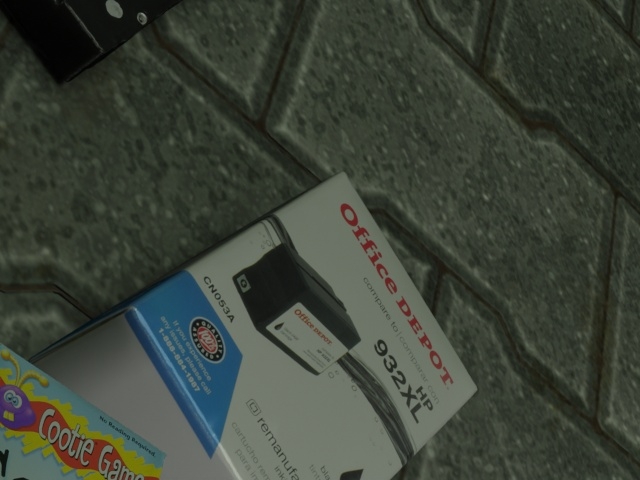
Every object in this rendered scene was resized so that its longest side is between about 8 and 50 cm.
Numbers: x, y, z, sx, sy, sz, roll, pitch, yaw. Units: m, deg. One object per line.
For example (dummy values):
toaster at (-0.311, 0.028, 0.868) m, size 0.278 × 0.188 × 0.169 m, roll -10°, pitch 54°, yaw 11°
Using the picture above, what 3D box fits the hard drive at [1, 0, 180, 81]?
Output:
hard drive at (-0.189, -0.304, 1.362) m, size 0.237 × 0.064 × 0.339 m, roll 53°, pitch 38°, yaw -10°

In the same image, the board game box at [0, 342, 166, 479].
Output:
board game box at (-0.215, 0.225, 0.917) m, size 0.144 × 0.142 × 0.275 m, roll 38°, pitch 42°, yaw -27°

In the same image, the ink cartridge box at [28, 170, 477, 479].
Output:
ink cartridge box at (-0.039, 0.107, 1.210) m, size 0.223 × 0.129 × 0.307 m, roll 58°, pitch 37°, yaw -2°
